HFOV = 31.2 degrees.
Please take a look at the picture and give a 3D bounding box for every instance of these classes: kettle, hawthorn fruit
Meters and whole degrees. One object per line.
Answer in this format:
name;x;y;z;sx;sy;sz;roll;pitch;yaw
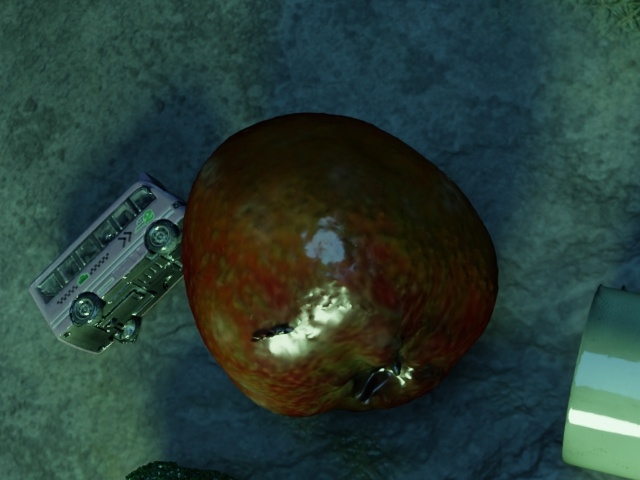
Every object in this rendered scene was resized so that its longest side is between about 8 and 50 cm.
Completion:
kettle;0.361;0.122;1.014;0.255;0.165;0.240;9;48;19
hawthorn fruit;0.000;0.000;1.115;0.285;0.285;0.369;-34;44;5

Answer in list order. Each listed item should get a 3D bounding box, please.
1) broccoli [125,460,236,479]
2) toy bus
broccoli;-0.133;0.308;1.114;0.195;0.156;0.195;10;48;-12
toy bus;-0.214;0.025;1.252;0.199;0.096;0.108;-44;61;4
